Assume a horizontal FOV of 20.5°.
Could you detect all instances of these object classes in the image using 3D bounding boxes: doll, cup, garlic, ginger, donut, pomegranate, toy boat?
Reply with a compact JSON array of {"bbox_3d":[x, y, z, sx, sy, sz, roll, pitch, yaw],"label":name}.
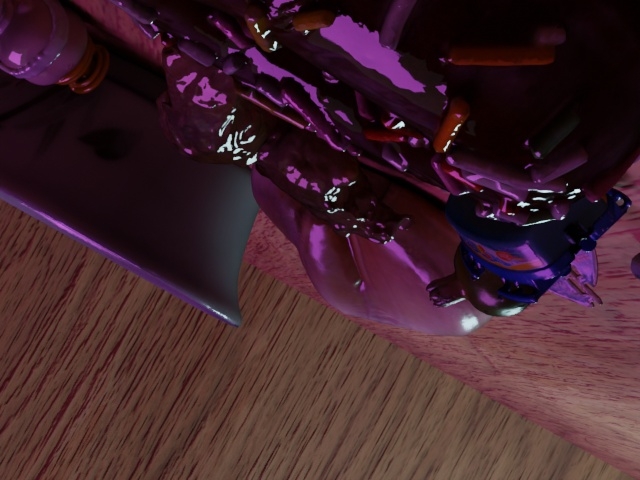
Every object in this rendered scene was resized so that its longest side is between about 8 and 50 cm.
[{"bbox_3d":[-0.234,-0.173,1.449,0.127,0.073,0.084,31,-153,-47],"label":"doll"},{"bbox_3d":[-0.189,-0.072,1.635,0.347,0.163,0.347,28,175,2],"label":"cup"},{"bbox_3d":[0.057,0.016,1.498,0.217,0.110,0.228,21,171,34],"label":"garlic"},{"bbox_3d":[-0.035,-0.067,1.275,0.122,0.084,0.290,33,178,36],"label":"ginger"},{"bbox_3d":[0.010,-0.096,0.657,0.269,0.103,0.270,28,177,2],"label":"donut"},{"bbox_3d":[0.128,0.029,1.336,0.073,0.084,0.073,37,-178,-1],"label":"pomegranate"},{"bbox_3d":[0.130,0.005,1.047,0.110,0.091,0.175,48,173,-20],"label":"toy boat"}]

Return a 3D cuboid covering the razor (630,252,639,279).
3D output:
[{"bbox_3d":[0.240,0.033,1.046,0.084,0.036,0.211,33,173,-20],"label":"razor"}]
